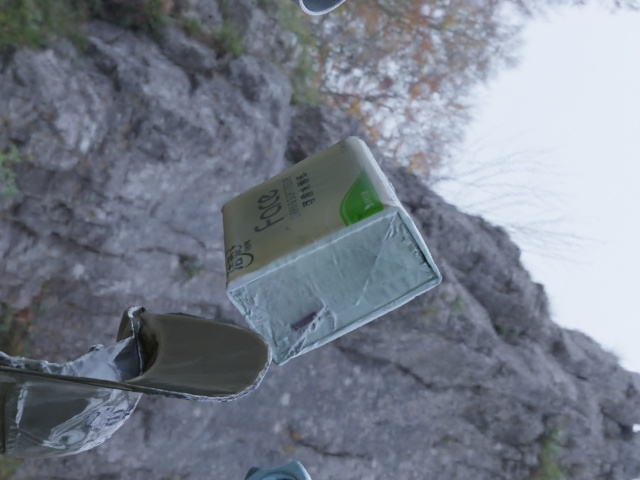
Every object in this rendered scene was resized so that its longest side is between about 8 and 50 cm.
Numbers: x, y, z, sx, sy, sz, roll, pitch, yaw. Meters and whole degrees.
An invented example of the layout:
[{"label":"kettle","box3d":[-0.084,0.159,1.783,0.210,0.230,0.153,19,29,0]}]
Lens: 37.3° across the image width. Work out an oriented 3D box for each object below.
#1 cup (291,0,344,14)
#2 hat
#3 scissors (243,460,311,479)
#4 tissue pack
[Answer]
[{"label":"cup","box3d":[-0.018,-0.266,0.732,0.133,0.099,0.136,41,-62,19]},{"label":"hat","box3d":[-0.178,0.146,0.845,0.244,0.214,0.149,20,-71,30]},{"label":"scissors","box3d":[-0.020,0.392,1.076,0.191,0.029,0.360,-42,-138,-13]},{"label":"tissue pack","box3d":[0.000,0.000,1.727,0.331,0.205,0.405,-28,-158,4]}]
